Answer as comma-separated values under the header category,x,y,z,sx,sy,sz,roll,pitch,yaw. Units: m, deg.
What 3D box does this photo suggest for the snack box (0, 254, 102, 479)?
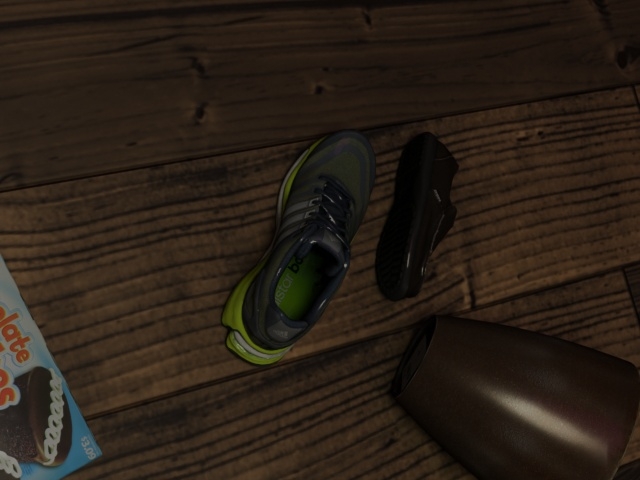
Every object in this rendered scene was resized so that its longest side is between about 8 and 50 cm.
category,x,y,z,sx,sy,sz,roll,pitch,yaw
snack box,-0.365,0.108,1.041,0.187,0.060,0.322,-28,91,-30

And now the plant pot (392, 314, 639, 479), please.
category,x,y,z,sx,sy,sz,roll,pitch,yaw
plant pot,0.207,0.185,1.258,0.230,0.215,0.215,27,66,-5

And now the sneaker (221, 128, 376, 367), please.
category,x,y,z,sx,sy,sz,roll,pitch,yaw
sneaker,0.000,0.000,1.223,0.111,0.121,0.300,30,66,-19

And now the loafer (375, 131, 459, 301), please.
category,x,y,z,sx,sy,sz,roll,pitch,yaw
loafer,0.129,-0.025,1.320,0.078,0.080,0.220,23,68,-21
